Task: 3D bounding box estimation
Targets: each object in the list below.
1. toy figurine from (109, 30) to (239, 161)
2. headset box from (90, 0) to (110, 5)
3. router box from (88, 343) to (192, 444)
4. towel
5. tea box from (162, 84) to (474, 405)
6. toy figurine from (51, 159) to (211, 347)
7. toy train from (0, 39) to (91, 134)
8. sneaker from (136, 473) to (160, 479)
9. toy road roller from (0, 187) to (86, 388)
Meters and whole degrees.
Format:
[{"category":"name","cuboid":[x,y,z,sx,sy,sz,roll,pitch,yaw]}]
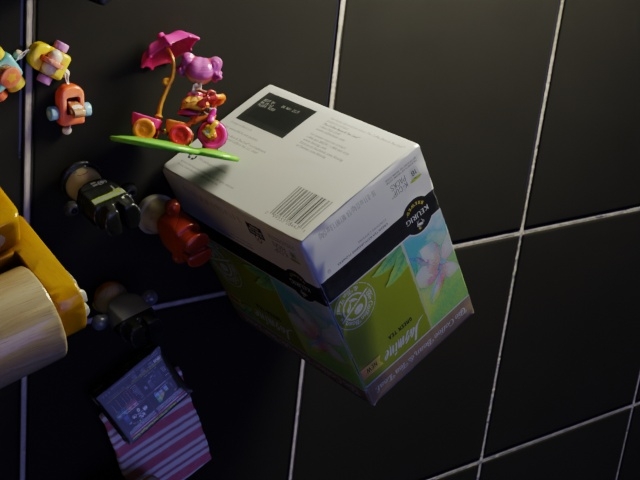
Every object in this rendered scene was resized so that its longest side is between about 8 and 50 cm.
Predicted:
[{"category":"toy figurine","cuboid":[-0.180,-0.195,1.543,0.173,0.130,0.159,10,93,-2]},{"category":"headset box","cuboid":[-0.252,-0.465,1.349,0.246,0.131,0.283,-41,131,-20]},{"category":"router box","cuboid":[-0.263,0.224,1.711,0.122,0.038,0.092,-40,109,-22]},{"category":"towel","cuboid":[-0.252,0.302,1.790,0.144,0.029,0.197,-31,125,-27]},{"category":"tea box","cuboid":[0.000,0.000,1.649,0.220,0.329,0.323,-41,131,-19]},{"category":"toy figurine","cuboid":[-0.279,0.019,1.556,0.213,0.148,0.209,22,101,-47]},{"category":"toy train","cuboid":[-0.355,-0.184,1.453,0.166,0.046,0.125,-9,115,-38]},{"category":"sneaker","cuboid":[-0.355,0.457,1.719,0.321,0.127,0.126,-25,123,0]},{"category":"toy road roller","cuboid":[-0.422,-0.005,1.291,0.202,0.329,0.240,-27,148,-28]}]
